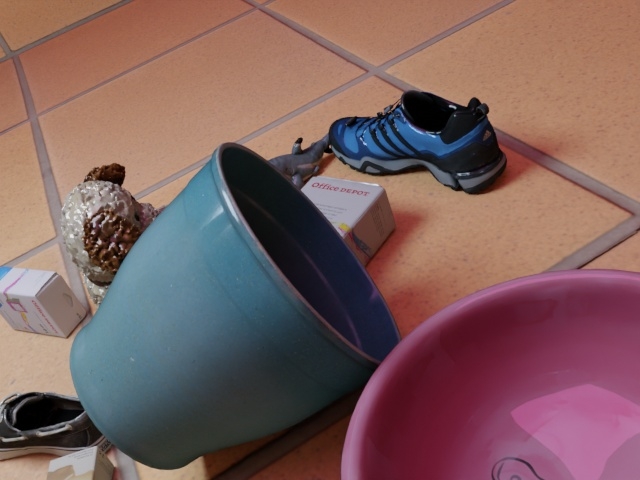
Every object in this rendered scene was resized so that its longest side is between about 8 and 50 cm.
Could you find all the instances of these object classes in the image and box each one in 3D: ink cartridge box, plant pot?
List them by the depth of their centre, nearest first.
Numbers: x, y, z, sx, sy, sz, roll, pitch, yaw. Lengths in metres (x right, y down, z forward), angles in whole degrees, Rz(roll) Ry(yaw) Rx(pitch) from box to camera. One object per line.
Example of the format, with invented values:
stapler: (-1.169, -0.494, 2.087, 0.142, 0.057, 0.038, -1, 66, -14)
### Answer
plant pot: (-0.098, 0.087, 0.694, 0.255, 0.271, 0.272, -40, 34, 14)
ink cartridge box: (0.000, 0.000, 0.905, 0.127, 0.072, 0.175, 13, 49, 39)
ink cartridge box: (-0.415, 0.089, 0.994, 0.122, 0.088, 0.052, 2, 42, 29)

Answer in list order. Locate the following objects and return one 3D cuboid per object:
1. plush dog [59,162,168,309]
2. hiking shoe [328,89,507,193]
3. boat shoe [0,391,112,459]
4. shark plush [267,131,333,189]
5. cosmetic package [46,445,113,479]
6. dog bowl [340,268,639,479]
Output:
plush dog: (-0.251, 0.020, 0.881, 0.210, 0.225, 0.262, -30, 37, -10)
hiking shoe: (0.128, -0.167, 1.000, 0.304, 0.132, 0.113, 15, 50, 40)
boat shoe: (-0.346, 0.212, 0.818, 0.219, 0.070, 0.078, -5, 39, 22)
shark plush: (-0.026, -0.132, 1.090, 0.161, 0.067, 0.073, -31, 37, -12)
cosmetic package: (-0.255, 0.278, 0.711, 0.060, 0.041, 0.115, -20, 36, 3)
dog bowl: (0.195, 0.187, 0.504, 0.408, 0.150, 0.408, -14, 36, 11)
